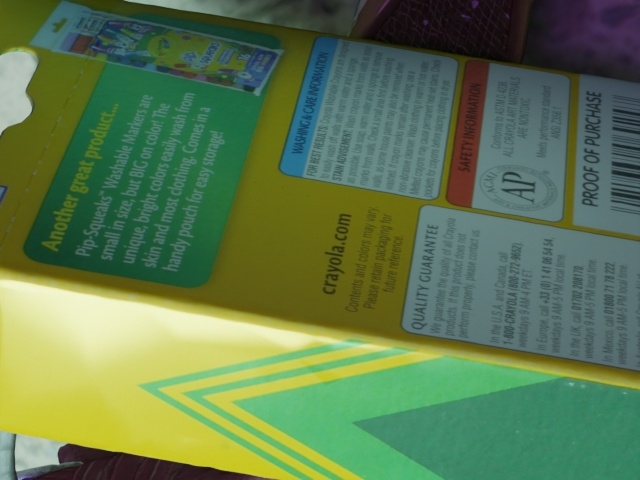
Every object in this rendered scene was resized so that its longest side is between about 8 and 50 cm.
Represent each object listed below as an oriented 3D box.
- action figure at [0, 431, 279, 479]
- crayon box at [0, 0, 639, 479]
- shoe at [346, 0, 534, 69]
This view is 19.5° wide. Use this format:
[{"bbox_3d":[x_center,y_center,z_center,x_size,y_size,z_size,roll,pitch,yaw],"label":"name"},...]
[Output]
[{"bbox_3d":[-0.058,0.147,0.855,0.370,0.248,0.275,-14,91,18],"label":"action figure"},{"bbox_3d":[0.000,0.000,0.742,0.323,0.203,0.083,10,127,2],"label":"crayon box"},{"bbox_3d":[0.061,-0.118,0.813,0.076,0.058,0.219,18,123,-3],"label":"shoe"}]
